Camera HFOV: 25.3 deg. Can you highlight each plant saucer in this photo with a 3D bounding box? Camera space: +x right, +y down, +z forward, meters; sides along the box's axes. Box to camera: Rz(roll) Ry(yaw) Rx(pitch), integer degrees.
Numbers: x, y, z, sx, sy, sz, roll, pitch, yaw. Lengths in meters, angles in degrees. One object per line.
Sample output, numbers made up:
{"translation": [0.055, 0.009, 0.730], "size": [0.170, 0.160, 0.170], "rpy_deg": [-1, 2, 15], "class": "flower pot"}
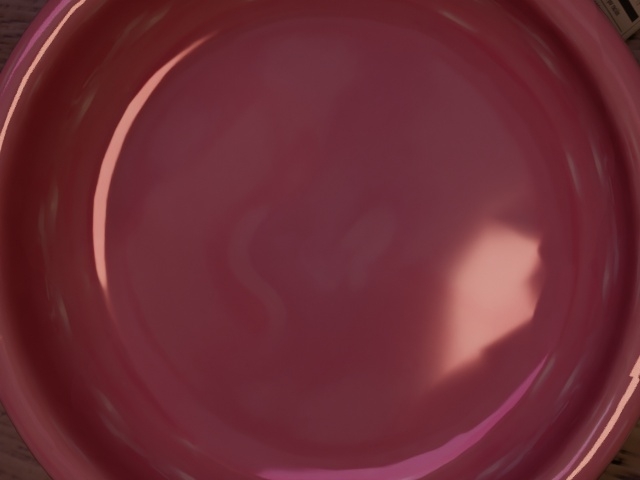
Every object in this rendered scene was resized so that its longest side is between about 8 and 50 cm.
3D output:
{"translation": [0.000, 0.000, 0.677], "size": [0.332, 0.084, 0.332], "rpy_deg": [0, 93, 10], "class": "plant saucer"}

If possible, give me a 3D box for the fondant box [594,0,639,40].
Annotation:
{"translation": [0.021, -0.139, 0.818], "size": [0.330, 0.096, 0.238], "rpy_deg": [-40, 50, 8], "class": "fondant box"}
